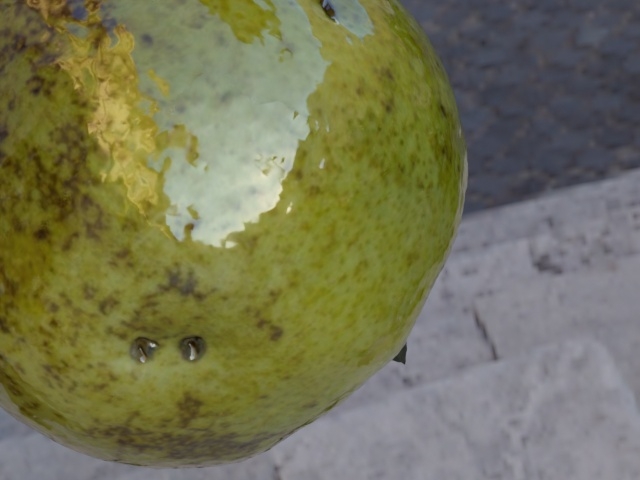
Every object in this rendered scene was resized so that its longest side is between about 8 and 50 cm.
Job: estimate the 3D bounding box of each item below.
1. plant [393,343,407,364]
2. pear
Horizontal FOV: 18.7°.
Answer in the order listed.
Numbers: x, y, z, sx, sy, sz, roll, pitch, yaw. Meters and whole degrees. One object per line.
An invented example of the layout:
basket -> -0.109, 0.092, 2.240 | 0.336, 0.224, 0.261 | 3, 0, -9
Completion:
plant -> 0.000, 0.000, 2.063 | 0.215, 0.213, 0.312 | -4, 63, -9
pear -> -0.056, -0.027, 0.664 | 0.197, 0.197, 0.197 | -11, 34, 7
